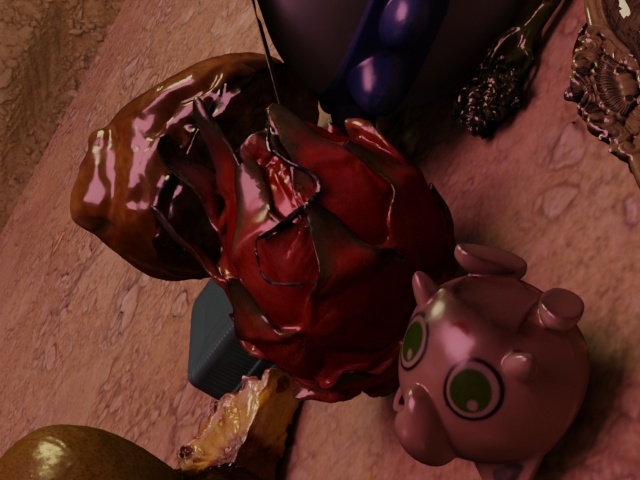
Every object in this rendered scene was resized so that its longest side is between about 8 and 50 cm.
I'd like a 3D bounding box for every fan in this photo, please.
[{"bbox_3d":[-0.029,-0.103,1.055,0.009,0.329,0.191,-15,16,-1],"label":"fan"}]

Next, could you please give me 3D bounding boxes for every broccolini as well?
[{"bbox_3d":[0.183,-0.201,0.964,0.071,0.057,0.254,33,99,24],"label":"broccolini"}]

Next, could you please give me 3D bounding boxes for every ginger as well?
[{"bbox_3d":[-0.139,-0.086,1.297,0.223,0.200,0.269,20,87,37],"label":"ginger"}]

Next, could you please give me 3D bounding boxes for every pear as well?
[{"bbox_3d":[-0.185,0.270,0.993,0.211,0.229,0.188,8,32,42],"label":"pear"}]

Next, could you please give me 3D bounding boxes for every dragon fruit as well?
[{"bbox_3d":[0.000,0.000,0.874,0.192,0.274,0.193,-40,20,-27],"label":"dragon fruit"}]

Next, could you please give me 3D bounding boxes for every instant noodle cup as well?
[{"bbox_3d":[-0.071,0.072,1.140,0.179,0.070,0.157,-52,26,35],"label":"instant noodle cup"}]

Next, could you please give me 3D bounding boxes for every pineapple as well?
[{"bbox_3d":[-0.069,0.177,1.035,0.137,0.069,0.116,-56,23,8],"label":"pineapple"}]

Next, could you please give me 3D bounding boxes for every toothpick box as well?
[{"bbox_3d":[0.044,-0.253,1.086,0.263,0.263,0.355,-52,27,22],"label":"toothpick box"}]

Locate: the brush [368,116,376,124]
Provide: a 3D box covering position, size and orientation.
[{"bbox_3d":[0.049,-0.088,1.120,0.070,0.065,0.327,-55,13,33],"label":"brush"}]

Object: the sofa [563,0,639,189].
[{"bbox_3d":[0.217,-0.145,0.547,0.200,0.182,0.258,88,180,-49],"label":"sofa"}]

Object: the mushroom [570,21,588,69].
[{"bbox_3d":[0.217,-0.119,0.736,0.126,0.109,0.085,-20,39,35],"label":"mushroom"}]

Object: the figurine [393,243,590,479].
[{"bbox_3d":[0.102,0.080,0.722,0.125,0.125,0.138,-113,42,-62],"label":"figurine"}]
